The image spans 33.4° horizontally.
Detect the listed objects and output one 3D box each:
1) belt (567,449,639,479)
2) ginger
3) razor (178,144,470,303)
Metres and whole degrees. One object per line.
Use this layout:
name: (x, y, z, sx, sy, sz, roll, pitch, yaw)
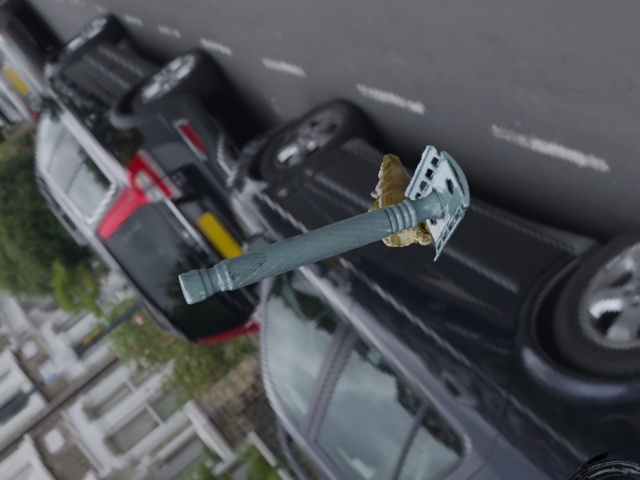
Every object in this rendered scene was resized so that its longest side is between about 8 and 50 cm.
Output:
belt: (0.194, 0.205, 0.676, 0.058, 0.105, 0.140, 42, -144, -68)
ginger: (0.130, -0.051, 1.765, 0.081, 0.115, 0.205, 30, -162, -38)
razor: (0.000, 0.000, 0.852, 0.106, 0.231, 0.068, 107, 143, -68)
